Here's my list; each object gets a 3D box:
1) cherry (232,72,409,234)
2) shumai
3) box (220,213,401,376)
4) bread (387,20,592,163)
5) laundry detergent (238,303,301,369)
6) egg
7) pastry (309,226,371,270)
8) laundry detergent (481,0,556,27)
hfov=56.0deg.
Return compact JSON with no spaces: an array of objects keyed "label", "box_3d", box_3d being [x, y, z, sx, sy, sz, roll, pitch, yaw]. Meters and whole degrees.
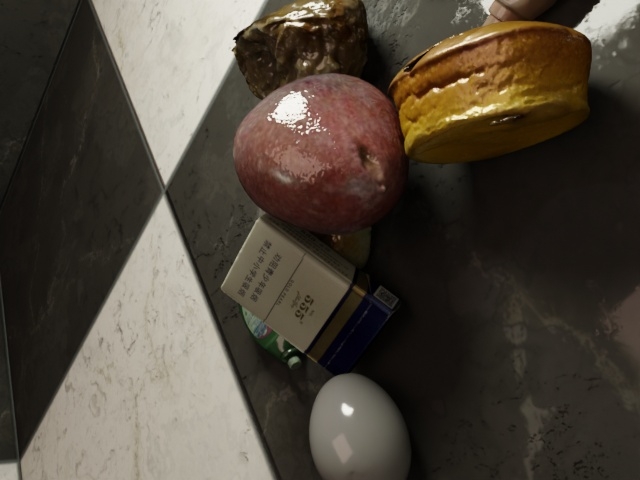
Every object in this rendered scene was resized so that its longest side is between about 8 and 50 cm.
[{"label":"cherry","box_3d":[0.011,-0.126,0.905,0.307,0.261,0.221,43,155,45]},{"label":"shumai","box_3d":[-0.005,-0.291,1.121,0.346,0.217,0.283,-15,101,57]},{"label":"box","box_3d":[-0.019,0.087,0.972,0.259,0.071,0.168,36,120,6]},{"label":"bread","box_3d":[0.213,-0.189,0.781,0.270,0.195,0.142,-15,78,54]},{"label":"laundry detergent","box_3d":[-0.083,0.149,1.148,0.137,0.063,0.211,-51,48,21]},{"label":"egg","box_3d":[0.056,0.290,0.890,0.146,0.146,0.198,-44,43,34]},{"label":"pastry","box_3d":[0.000,0.000,1.061,0.192,0.093,0.182,3,82,49]},{"label":"laundry detergent","box_3d":[0.289,-0.404,0.833,0.237,0.076,0.171,-55,45,28]}]
